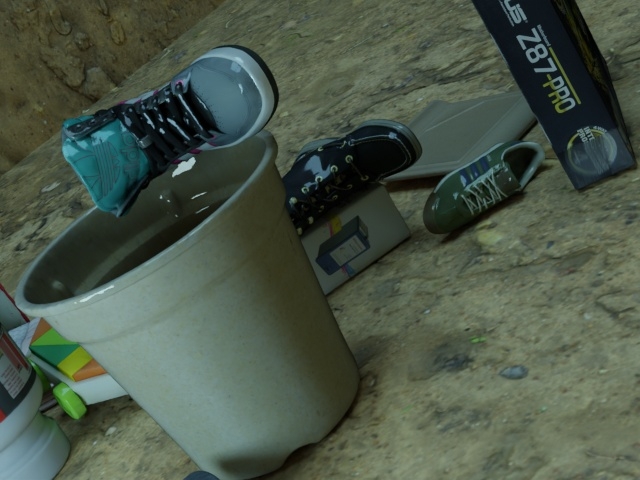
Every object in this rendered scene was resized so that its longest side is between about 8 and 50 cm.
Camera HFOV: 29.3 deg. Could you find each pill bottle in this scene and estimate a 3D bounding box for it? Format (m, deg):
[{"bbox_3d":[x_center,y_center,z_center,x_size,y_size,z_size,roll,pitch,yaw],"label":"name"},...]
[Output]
[{"bbox_3d":[-0.503,0.185,1.633,0.210,0.363,0.210,-27,20,11],"label":"pill bottle"}]

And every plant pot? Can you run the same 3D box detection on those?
[{"bbox_3d":[-0.120,0.092,1.391,0.333,0.305,0.334,-28,20,11],"label":"plant pot"}]

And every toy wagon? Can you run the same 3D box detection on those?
[{"bbox_3d":[-0.275,0.139,1.748,0.267,0.068,0.344,-41,32,-22],"label":"toy wagon"}]

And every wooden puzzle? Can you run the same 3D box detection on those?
[{"bbox_3d":[0.210,-0.154,1.871,0.238,0.044,0.221,2,38,49],"label":"wooden puzzle"}]

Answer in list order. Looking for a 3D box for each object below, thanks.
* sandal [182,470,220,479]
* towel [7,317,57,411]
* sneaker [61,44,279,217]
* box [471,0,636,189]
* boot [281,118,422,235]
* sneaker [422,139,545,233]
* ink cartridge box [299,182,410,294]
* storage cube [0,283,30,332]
[{"bbox_3d":[-0.101,0.320,1.226,0.097,0.054,0.254,-41,31,-6],"label":"sandal"},{"bbox_3d":[-0.436,0.177,2.001,0.317,0.053,0.332,-29,22,6],"label":"towel"},{"bbox_3d":[-0.186,-0.114,1.333,0.178,0.124,0.295,-41,14,-36],"label":"sneaker"},{"bbox_3d":[0.299,-0.287,1.647,0.097,0.318,0.395,-24,21,18],"label":"box"},{"bbox_3d":[0.013,-0.070,1.634,0.236,0.085,0.179,-9,33,50],"label":"boot"},{"bbox_3d":[0.224,-0.078,1.632,0.192,0.064,0.086,-39,17,-27],"label":"sneaker"},{"bbox_3d":[0.000,0.000,1.735,0.212,0.093,0.154,-33,21,-9],"label":"ink cartridge box"},{"bbox_3d":[-0.681,0.152,2.211,0.193,0.184,0.215,-9,31,47],"label":"storage cube"}]
